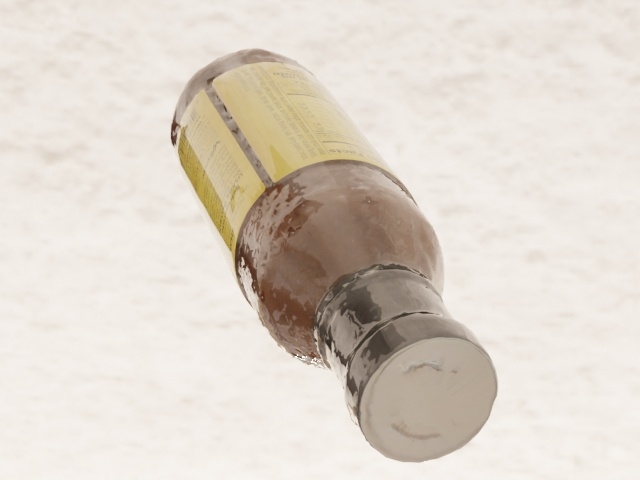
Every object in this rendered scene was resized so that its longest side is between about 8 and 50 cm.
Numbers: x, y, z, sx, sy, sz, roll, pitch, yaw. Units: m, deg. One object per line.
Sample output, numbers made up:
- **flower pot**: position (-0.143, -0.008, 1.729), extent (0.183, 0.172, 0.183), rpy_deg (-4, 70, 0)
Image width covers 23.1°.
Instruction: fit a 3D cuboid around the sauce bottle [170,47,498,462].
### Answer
- **sauce bottle**: position (0.000, 0.000, 0.862), extent (0.111, 0.344, 0.111), rpy_deg (-7, 119, -13)
